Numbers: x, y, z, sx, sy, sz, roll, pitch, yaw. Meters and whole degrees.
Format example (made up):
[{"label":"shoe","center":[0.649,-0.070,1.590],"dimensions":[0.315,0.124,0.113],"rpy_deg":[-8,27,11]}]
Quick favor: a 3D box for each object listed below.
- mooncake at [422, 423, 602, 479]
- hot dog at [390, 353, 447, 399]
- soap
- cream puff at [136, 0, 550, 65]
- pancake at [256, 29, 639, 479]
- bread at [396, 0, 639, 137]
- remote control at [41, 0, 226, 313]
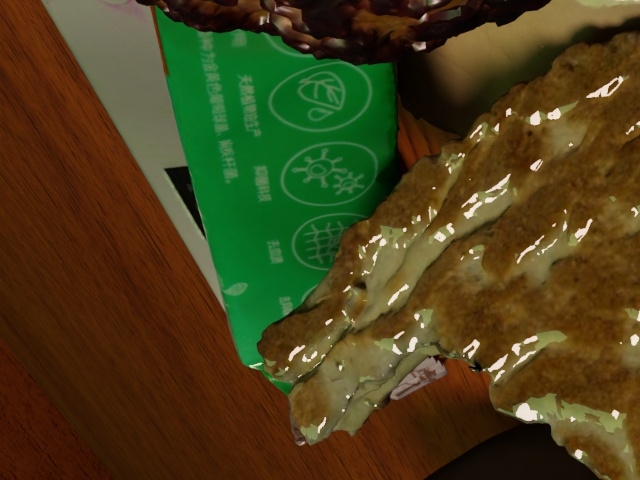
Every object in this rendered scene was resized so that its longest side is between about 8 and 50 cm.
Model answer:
[{"label":"mooncake","center":[0.112,0.283,0.898],"dimensions":[0.194,0.356,0.356],"rpy_deg":[52,161,-16]},{"label":"hot dog","center":[0.000,0.000,0.982],"dimensions":[0.252,0.069,0.131],"rpy_deg":[51,171,-11]},{"label":"soap","center":[-0.015,-0.075,0.632],"dimensions":[0.273,0.098,0.218],"rpy_deg":[81,176,-54]},{"label":"cream puff","center":[0.008,-0.147,0.375],"dimensions":[0.239,0.165,0.239],"rpy_deg":[7,141,6]},{"label":"pancake","center":[0.146,0.027,0.498],"dimensions":[0.377,0.197,0.054],"rpy_deg":[-1,177,32]},{"label":"bread","center":[0.087,-0.085,0.593],"dimensions":[0.139,0.060,0.178],"rpy_deg":[37,162,18]},{"label":"remote control","center":[-0.066,-0.087,0.838],"dimensions":[0.145,0.050,0.344],"rpy_deg":[-2,124,45]}]
